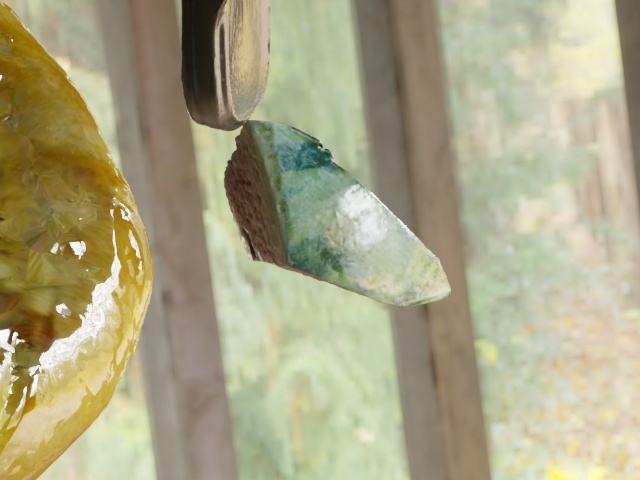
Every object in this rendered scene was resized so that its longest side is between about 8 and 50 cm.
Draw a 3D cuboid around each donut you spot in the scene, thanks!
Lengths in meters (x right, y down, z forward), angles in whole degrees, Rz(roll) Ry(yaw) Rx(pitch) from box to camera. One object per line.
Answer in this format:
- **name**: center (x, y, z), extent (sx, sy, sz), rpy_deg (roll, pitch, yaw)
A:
- **donut**: center (-0.267, -0.005, 0.979), extent (0.360, 0.360, 0.170), rpy_deg (-10, -27, -37)

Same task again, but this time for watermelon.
- **watermelon**: center (0.003, -0.001, 1.341), extent (0.180, 0.081, 0.094), rpy_deg (34, -18, 10)

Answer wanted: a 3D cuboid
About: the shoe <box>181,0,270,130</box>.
- **shoe**: center (-0.027, -0.176, 1.125), extent (0.093, 0.241, 0.108), rpy_deg (9, 27, 15)
